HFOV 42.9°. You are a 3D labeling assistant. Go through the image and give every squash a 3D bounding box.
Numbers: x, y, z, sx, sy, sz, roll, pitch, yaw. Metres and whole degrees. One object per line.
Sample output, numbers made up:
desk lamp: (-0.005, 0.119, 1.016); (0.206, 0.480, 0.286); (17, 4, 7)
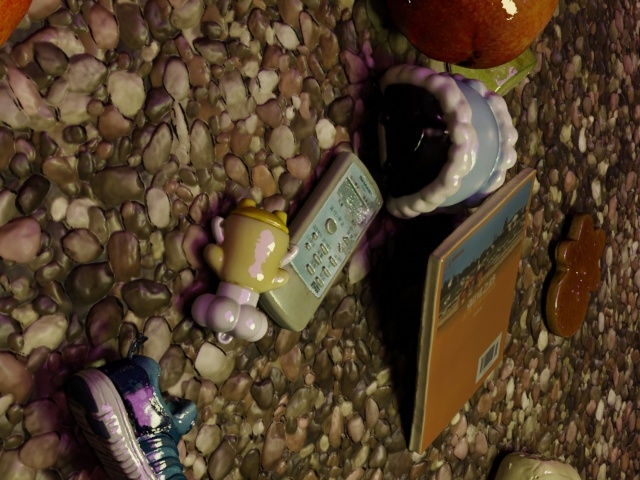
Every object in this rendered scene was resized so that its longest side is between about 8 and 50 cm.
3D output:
squash: (0.273, -0.291, 1.243); (0.192, 0.085, 0.184); (-40, 122, -39)

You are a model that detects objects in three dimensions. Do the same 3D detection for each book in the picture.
book: (0.219, 0.107, 1.178); (0.262, 0.028, 0.374); (-36, 139, -38)

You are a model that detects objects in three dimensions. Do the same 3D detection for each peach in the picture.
peach: (0.198, -0.339, 1.064); (0.231, 0.231, 0.231); (-6, 98, -46)

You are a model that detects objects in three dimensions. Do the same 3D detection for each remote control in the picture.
remote control: (0.000, 0.000, 1.015); (0.234, 0.038, 0.098); (-57, 131, -28)

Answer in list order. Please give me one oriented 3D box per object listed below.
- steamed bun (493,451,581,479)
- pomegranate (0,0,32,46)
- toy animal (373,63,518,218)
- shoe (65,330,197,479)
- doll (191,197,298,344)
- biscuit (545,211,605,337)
steamed bun: (0.371, 0.483, 1.375); (0.170, 0.152, 0.239); (27, 72, -44)
pomegranate: (-0.307, -0.195, 0.547); (0.221, 0.220, 0.257); (32, 78, -44)
toy animal: (0.170, -0.134, 1.090); (0.204, 0.156, 0.208); (-4, 93, -51)
shoe: (-0.166, 0.197, 0.815); (0.106, 0.091, 0.207); (-34, 115, -33)
doll: (-0.086, 0.036, 0.904); (0.106, 0.062, 0.163); (21, 75, -17)
biscuit: (0.474, 0.067, 1.527); (0.180, 0.039, 0.236); (37, 68, -45)
